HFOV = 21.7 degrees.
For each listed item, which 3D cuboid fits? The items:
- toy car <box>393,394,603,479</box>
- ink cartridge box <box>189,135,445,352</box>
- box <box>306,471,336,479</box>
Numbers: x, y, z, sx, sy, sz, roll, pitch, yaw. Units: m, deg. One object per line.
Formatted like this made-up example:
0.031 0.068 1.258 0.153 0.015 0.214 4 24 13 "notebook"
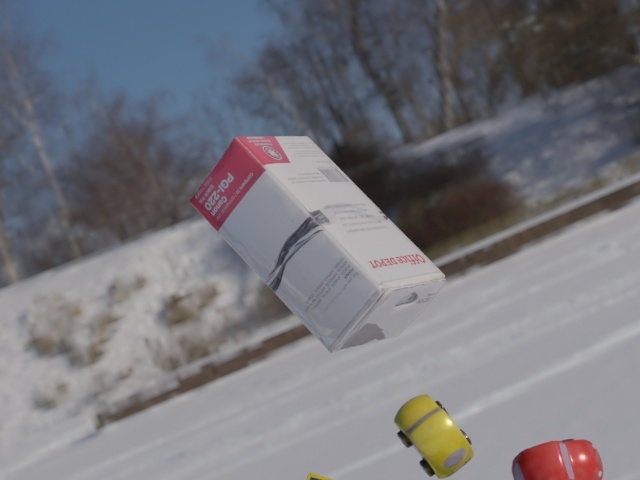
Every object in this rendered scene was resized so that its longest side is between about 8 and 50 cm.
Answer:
0.165 0.288 1.794 0.239 0.225 0.053 15 -19 16 "toy car"
0.000 0.000 1.649 0.092 0.218 0.158 -52 -19 20 "ink cartridge box"
-0.007 0.372 2.074 0.054 0.059 0.169 -66 -10 -54 "box"
